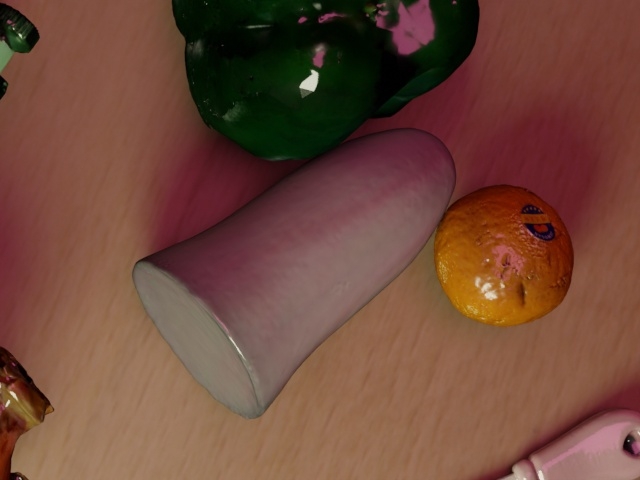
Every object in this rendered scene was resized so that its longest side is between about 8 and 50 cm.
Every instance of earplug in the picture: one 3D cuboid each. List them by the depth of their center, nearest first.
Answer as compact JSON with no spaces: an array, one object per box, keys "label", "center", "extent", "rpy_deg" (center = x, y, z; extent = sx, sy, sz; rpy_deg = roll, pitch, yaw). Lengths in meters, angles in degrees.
[{"label":"earplug","center":[0.000,0.000,1.628],"extent":[0.301,0.172,0.172],"rpy_deg":[-39,94,-21]}]

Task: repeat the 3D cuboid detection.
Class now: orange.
[{"label":"orange","center":[0.165,0.017,1.680],"extent":[0.136,0.117,0.135],"rpy_deg":[31,34,-24]}]

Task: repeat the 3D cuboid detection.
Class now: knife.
[{"label":"knife","center":[0.165,0.250,1.702],"extent":[0.336,0.043,0.081],"rpy_deg":[-23,96,-9]}]

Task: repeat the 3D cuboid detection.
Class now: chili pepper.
[{"label":"chili pepper","center":[-0.001,-0.199,1.597],"extent":[0.249,0.257,0.233],"rpy_deg":[-36,98,-18]}]

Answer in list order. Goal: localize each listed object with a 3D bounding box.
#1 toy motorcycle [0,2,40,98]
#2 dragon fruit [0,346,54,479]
[{"label":"toy motorcycle","center":[-0.338,-0.189,1.469],"extent":[0.196,0.331,0.125],"rpy_deg":[37,83,-2]},{"label":"dragon fruit","center":[-0.376,0.194,1.470],"extent":[0.250,0.250,0.315],"rpy_deg":[37,94,-7]}]
